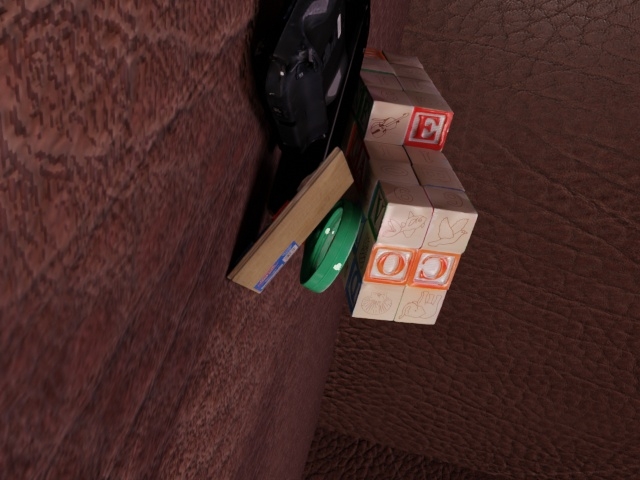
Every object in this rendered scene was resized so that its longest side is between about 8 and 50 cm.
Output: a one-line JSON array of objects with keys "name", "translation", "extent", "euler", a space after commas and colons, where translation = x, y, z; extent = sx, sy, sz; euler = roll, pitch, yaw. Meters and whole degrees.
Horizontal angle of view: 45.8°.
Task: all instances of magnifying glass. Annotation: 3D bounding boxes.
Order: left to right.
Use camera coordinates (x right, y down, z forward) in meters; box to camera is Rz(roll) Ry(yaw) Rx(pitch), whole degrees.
[{"name": "magnifying glass", "translation": [0.000, 0.000, 0.781], "extent": [0.092, 0.026, 0.231], "euler": [-64, -169, 0]}]

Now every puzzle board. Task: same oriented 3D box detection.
[{"name": "puzzle board", "translation": [-0.022, -0.014, 0.609], "extent": [0.128, 0.011, 0.096], "euler": [-50, 168, -2]}]

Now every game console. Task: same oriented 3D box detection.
[{"name": "game console", "translation": [-0.002, -0.131, 0.624], "extent": [0.361, 0.044, 0.213], "euler": [75, 30, -83]}]

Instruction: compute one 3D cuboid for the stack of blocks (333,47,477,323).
[{"name": "stack of blocks", "translation": [0.070, -0.072, 0.800], "extent": [0.297, 0.087, 0.171], "euler": [-102, -158, -56]}]
